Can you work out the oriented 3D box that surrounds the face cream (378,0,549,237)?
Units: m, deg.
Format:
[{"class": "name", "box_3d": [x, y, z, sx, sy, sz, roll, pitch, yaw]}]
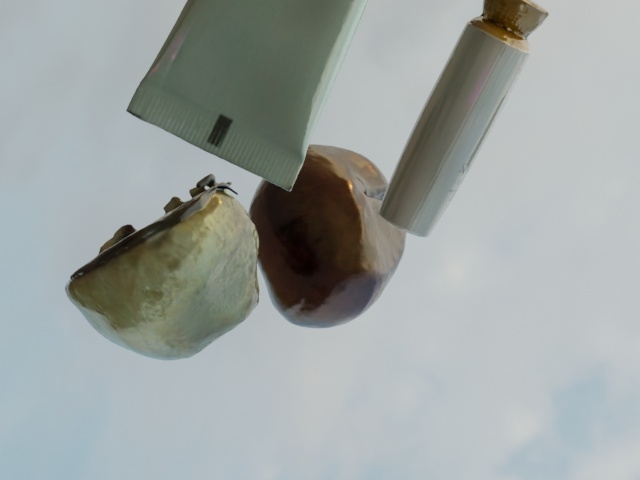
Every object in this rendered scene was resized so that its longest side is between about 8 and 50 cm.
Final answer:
[{"class": "face cream", "box_3d": [0.098, -0.090, 1.083, 0.182, 0.051, 0.072, -64, 173, 12]}]

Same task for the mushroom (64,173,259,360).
[{"class": "mushroom", "box_3d": [-0.167, 0.051, 1.730, 0.267, 0.164, 0.189, -27, -169, 42]}]

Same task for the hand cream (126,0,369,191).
[{"class": "hand cream", "box_3d": [-0.002, -0.196, 0.951, 0.320, 0.109, 0.067, -66, -172, -13]}]

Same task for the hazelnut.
[{"class": "hazelnut", "box_3d": [0.000, 0.000, 2.015, 0.217, 0.217, 0.251, -35, -137, 30]}]
